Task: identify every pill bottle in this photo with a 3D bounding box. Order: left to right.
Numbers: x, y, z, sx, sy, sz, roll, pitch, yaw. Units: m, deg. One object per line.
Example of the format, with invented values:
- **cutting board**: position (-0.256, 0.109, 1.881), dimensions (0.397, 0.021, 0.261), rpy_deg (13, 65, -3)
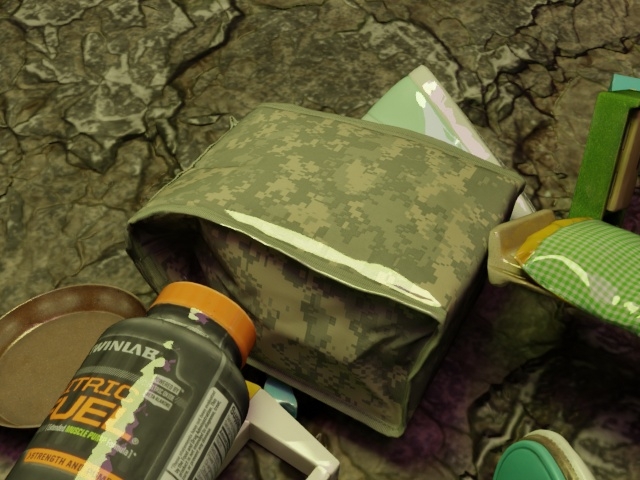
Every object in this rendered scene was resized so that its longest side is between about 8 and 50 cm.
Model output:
- **pill bottle**: position (-0.135, 0.147, 0.704), dimensions (0.130, 0.130, 0.246), rpy_deg (18, 53, 13)

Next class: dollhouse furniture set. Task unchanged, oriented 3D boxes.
- **dollhouse furniture set**: position (0.294, -0.029, 0.823), dimensions (0.197, 0.151, 0.301), rpy_deg (22, 21, 29)

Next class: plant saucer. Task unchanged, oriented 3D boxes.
- **plant saucer**: position (-0.224, 0.104, 0.836), dimensions (0.168, 0.029, 0.168), rpy_deg (-6, 40, 5)

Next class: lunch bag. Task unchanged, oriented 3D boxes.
- **lunch bag**: position (0.000, 0.000, 0.855), dimensions (0.287, 0.169, 0.235), rpy_deg (25, 40, 12)

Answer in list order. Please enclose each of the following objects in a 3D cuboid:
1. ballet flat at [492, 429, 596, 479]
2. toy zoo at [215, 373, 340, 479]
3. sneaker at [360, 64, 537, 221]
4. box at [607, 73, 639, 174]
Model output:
- **ballet flat**: position (0.209, 0.323, 0.636), dimensions (0.139, 0.139, 0.400), rpy_deg (-2, 53, -5)
- **toy zoo**: position (-0.119, 0.206, 0.769), dimensions (0.192, 0.030, 0.293), rpy_deg (28, 52, 21)
- **sneaker**: position (0.123, -0.035, 0.979), dimensions (0.151, 0.094, 0.256), rpy_deg (-38, 76, 12)
- **box**: position (0.436, -0.110, 1.062), dimensions (0.244, 0.060, 0.101), rpy_deg (12, 49, 8)
